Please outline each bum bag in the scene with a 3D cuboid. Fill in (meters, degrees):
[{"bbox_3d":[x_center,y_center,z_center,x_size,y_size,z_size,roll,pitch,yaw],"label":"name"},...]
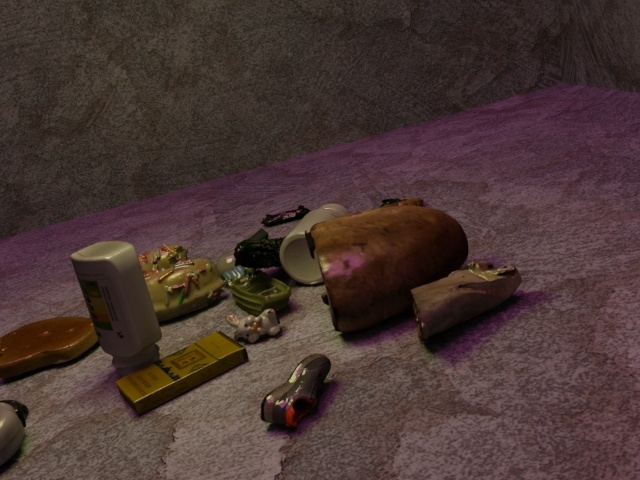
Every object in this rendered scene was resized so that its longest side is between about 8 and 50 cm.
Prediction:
[{"bbox_3d":[-0.134,-0.097,2.606,0.198,0.049,0.087,-14,13,3],"label":"bum bag"}]

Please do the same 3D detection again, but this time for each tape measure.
[{"bbox_3d":[-0.725,0.417,1.436,0.197,0.120,0.236,-9,23,12],"label":"tape measure"}]

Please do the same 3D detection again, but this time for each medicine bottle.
[{"bbox_3d":[-0.478,0.169,1.637,0.179,0.324,0.124,3,25,36],"label":"medicine bottle"},{"bbox_3d":[0.000,0.000,2.019,0.170,0.170,0.293,-8,20,20],"label":"medicine bottle"}]

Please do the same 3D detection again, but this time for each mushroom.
[{"bbox_3d":[0.184,0.047,1.656,0.398,0.224,0.313,-14,16,-2],"label":"mushroom"}]

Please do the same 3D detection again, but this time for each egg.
[{"bbox_3d":[-0.256,0.077,2.094,0.135,0.103,0.103,-20,18,-34],"label":"egg"}]

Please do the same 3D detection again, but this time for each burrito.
[{"bbox_3d":[0.294,0.131,1.520,0.348,0.107,0.175,-24,5,-32],"label":"burrito"}]

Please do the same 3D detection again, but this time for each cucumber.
[{"bbox_3d":[-0.151,0.038,1.969,0.096,0.096,0.359,-9,-1,17],"label":"cucumber"}]

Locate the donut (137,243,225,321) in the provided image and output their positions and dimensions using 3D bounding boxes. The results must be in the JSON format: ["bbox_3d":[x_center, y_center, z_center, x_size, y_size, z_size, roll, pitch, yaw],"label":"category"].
[{"bbox_3d":[-0.478,0.125,2.051,0.307,0.150,0.371,-23,21,-23],"label":"donut"}]

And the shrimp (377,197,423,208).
[{"bbox_3d":[0.221,-0.109,2.381,0.262,0.051,0.198,-17,11,-18],"label":"shrimp"}]

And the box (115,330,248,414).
[{"bbox_3d":[-0.321,0.302,1.587,0.279,0.040,0.153,-25,19,-27],"label":"box"}]

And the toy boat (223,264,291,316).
[{"bbox_3d":[-0.174,0.143,1.883,0.111,0.084,0.276,-22,22,-28],"label":"toy boat"}]

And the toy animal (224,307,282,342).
[{"bbox_3d":[-0.163,0.209,1.685,0.124,0.070,0.085,-18,19,-10],"label":"toy animal"}]

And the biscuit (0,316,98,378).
[{"bbox_3d":[-0.781,0.300,1.915,0.344,0.057,0.287,-6,19,23],"label":"biscuit"}]

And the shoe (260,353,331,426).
[{"bbox_3d":[-0.030,0.297,1.336,0.077,0.074,0.194,15,35,36],"label":"shoe"}]

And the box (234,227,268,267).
[{"bbox_3d":[-0.202,0.026,2.027,0.031,0.091,0.126,32,42,15],"label":"box"}]
